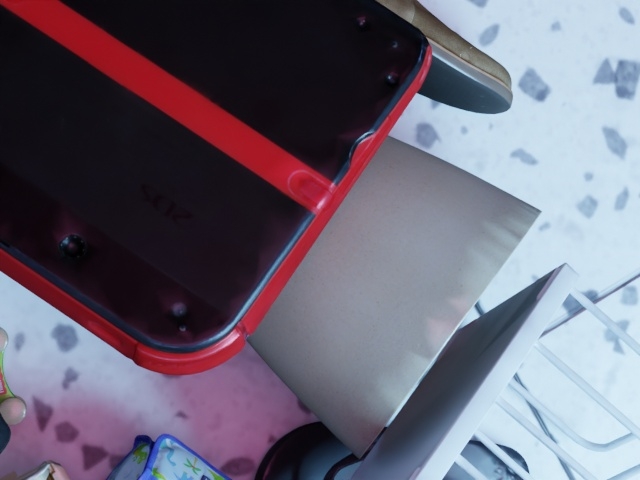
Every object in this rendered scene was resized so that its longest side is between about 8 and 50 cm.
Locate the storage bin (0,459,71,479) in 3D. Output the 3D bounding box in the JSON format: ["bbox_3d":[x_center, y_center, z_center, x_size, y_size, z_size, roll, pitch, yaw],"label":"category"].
[{"bbox_3d":[-0.267,0.353,1.558,0.260,0.123,0.262,-30,95,-13],"label":"storage bin"}]

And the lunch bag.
[{"bbox_3d":[-0.114,0.230,1.586,0.129,0.151,0.096,38,80,-9],"label":"lunch bag"}]

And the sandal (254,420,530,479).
[{"bbox_3d":[0.067,0.207,1.681,0.254,0.054,0.097,0,88,-14],"label":"sandal"}]

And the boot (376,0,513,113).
[{"bbox_3d":[0.053,-0.220,1.674,0.305,0.112,0.115,31,70,-9],"label":"boot"}]

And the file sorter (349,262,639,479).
[{"bbox_3d":[0.152,0.196,1.583,0.173,0.193,0.278,42,59,-4],"label":"file sorter"}]

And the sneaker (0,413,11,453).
[{"bbox_3d":[-0.282,0.260,1.445,0.124,0.107,0.283,0,88,-20],"label":"sneaker"}]

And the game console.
[{"bbox_3d":[-0.156,-0.119,1.483,0.386,0.060,0.342,34,76,3],"label":"game console"}]

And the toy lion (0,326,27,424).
[{"bbox_3d":[-0.305,0.117,1.606,0.096,0.034,0.100,-15,92,-7],"label":"toy lion"}]

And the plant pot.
[{"bbox_3d":[0.000,0.000,1.594,0.274,0.256,0.256,36,80,4],"label":"plant pot"}]
